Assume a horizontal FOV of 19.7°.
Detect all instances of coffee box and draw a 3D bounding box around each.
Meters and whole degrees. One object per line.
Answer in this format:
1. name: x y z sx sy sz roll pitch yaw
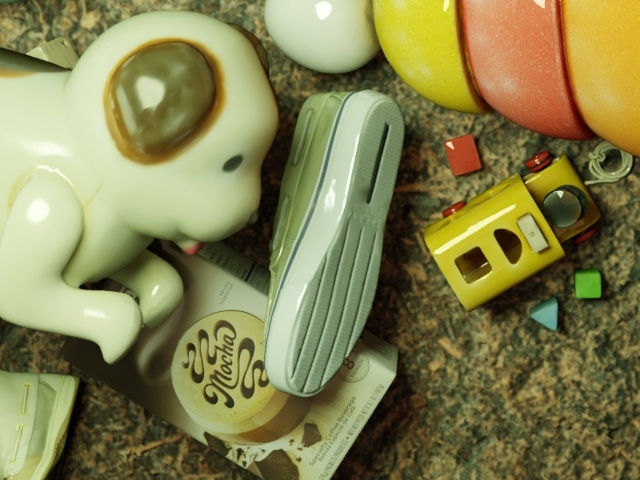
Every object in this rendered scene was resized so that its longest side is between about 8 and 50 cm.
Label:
1. coffee box: -0.090 0.113 1.857 0.297 0.119 0.168 31 101 -3

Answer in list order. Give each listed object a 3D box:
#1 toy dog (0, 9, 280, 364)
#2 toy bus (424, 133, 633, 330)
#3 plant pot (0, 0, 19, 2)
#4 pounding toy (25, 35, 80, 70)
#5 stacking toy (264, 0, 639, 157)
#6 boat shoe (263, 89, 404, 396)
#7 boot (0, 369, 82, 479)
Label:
1. toy dog: -0.229 -0.081 1.669 0.408 0.284 0.395 -11 88 19
2. toy bus: 0.202 -0.013 1.825 0.191 0.104 0.202 13 101 1
3. plant pot: -0.304 -0.342 1.732 0.290 0.290 0.195 1 132 3
4. pounding toy: -0.260 -0.129 1.845 0.141 0.100 0.130 -29 97 19
5. stacking toy: 0.173 -0.231 1.729 0.480 0.350 0.350 2 101 21
6. boat shoe: 0.000 0.000 1.771 0.094 0.109 0.302 10 79 40
7. boot: -0.345 0.214 1.865 0.165 0.213 0.077 12 142 3
